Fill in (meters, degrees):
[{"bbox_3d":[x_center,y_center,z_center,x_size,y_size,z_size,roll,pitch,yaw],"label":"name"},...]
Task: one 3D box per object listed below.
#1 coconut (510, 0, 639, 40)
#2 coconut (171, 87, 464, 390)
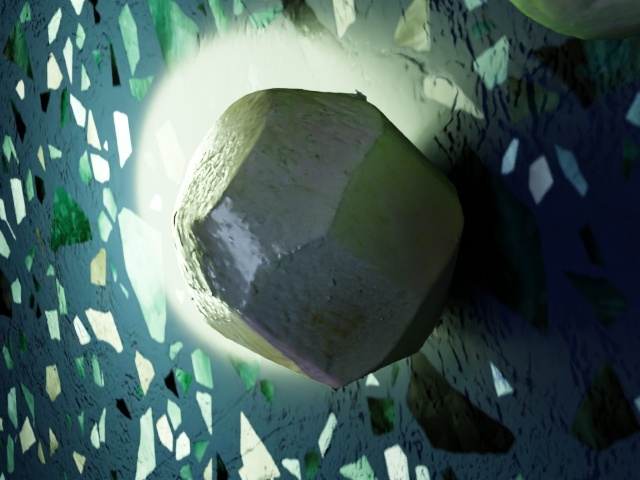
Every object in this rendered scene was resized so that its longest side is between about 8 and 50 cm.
[{"bbox_3d":[0.167,-0.210,0.566,0.204,0.236,0.236,48,148,-13],"label":"coconut"},{"bbox_3d":[0.000,0.000,0.882,0.237,0.237,0.197,3,59,56],"label":"coconut"}]
